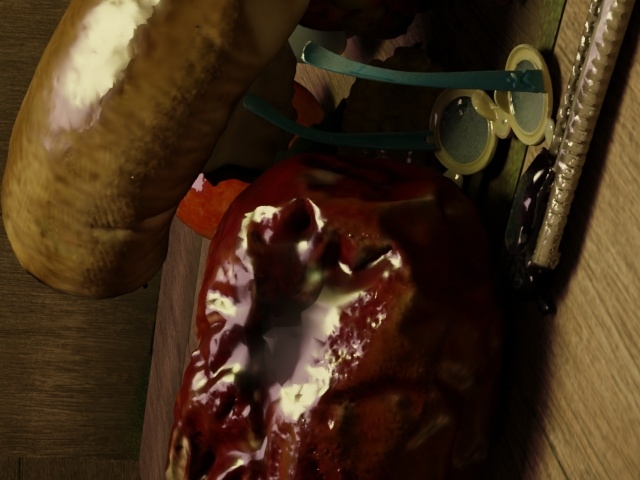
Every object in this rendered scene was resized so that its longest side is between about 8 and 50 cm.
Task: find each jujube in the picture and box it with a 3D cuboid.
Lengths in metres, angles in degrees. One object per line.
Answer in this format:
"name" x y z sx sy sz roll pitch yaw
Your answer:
"jujube" 0.013 0.118 1.225 0.276 0.276 0.377 -115 29 -63

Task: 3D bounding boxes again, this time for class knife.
"knife" 0.183 -0.105 1.058 0.089 0.043 0.365 -109 26 -56

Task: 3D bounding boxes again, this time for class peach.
"peach" -0.116 -0.107 1.874 0.232 0.256 0.232 -173 90 -75

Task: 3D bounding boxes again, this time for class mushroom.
"mushroom" -0.154 -0.163 1.269 0.224 0.313 0.397 42 152 13

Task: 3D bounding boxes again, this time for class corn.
"corn" 0.063 -0.002 1.382 0.120 0.120 0.363 -123 39 -68

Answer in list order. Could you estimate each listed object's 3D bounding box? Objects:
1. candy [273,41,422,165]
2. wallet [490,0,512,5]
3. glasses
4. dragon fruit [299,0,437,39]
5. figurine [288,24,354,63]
"candy" -0.006 -0.003 1.528 0.263 0.172 0.398 -55 -18 -46
"wallet" 0.178 -0.321 1.156 0.255 0.031 0.137 112 157 -53
"glasses" 0.067 -0.128 1.187 0.189 0.220 0.088 -26 50 63
"dragon fruit" 0.008 -0.312 1.399 0.291 0.269 0.250 -102 12 -67
"figurine" -0.037 -0.390 1.712 0.224 0.205 0.382 48 -137 -55
